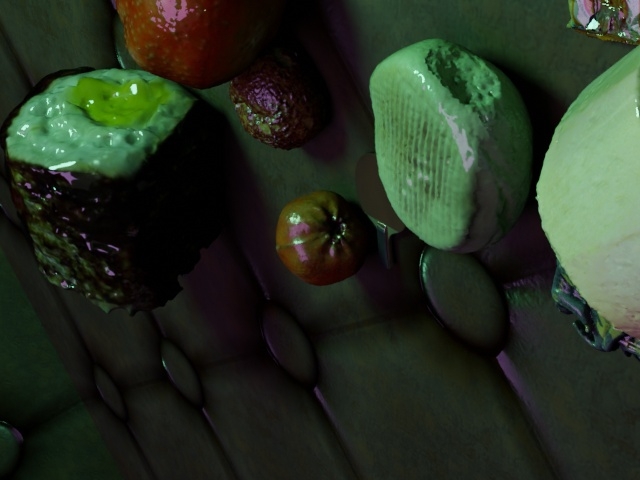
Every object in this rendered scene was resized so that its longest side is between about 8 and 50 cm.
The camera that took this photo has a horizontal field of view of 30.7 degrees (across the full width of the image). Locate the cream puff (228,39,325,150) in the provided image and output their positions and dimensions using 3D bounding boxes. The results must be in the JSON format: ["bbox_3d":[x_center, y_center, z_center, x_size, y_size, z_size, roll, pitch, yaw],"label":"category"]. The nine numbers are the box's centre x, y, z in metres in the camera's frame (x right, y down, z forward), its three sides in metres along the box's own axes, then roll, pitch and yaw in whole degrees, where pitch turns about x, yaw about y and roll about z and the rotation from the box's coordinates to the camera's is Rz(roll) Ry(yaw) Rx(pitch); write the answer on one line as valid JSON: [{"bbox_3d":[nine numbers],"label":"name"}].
[{"bbox_3d":[-0.060,-0.173,1.448,0.149,0.084,0.149,41,146,37],"label":"cream puff"}]

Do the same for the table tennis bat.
[{"bbox_3d":[0.077,-0.035,1.420,0.095,0.014,0.158,30,136,42],"label":"table tennis bat"}]

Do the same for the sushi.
[{"bbox_3d":[-0.309,-0.089,1.723,0.299,0.281,0.294,32,146,32],"label":"sushi"}]

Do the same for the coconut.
[{"bbox_3d":[0.295,-0.047,0.839,0.239,0.239,0.244,59,154,4],"label":"coconut"}]

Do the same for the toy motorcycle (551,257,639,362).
[{"bbox_3d":[0.270,0.044,1.124,0.124,0.061,0.193,-2,121,52],"label":"toy motorcycle"}]

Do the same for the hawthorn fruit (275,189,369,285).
[{"bbox_3d":[0.000,0.000,1.476,0.128,0.128,0.128,39,144,35],"label":"hawthorn fruit"}]

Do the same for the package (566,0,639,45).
[{"bbox_3d":[0.246,-0.216,0.964,0.108,0.031,0.121,27,136,46],"label":"package"}]

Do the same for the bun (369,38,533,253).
[{"bbox_3d":[0.137,-0.099,1.170,0.221,0.108,0.221,50,153,37],"label":"bun"}]

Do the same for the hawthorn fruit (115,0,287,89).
[{"bbox_3d":[-0.128,-0.296,1.331,0.205,0.205,0.253,55,146,11],"label":"hawthorn fruit"}]
